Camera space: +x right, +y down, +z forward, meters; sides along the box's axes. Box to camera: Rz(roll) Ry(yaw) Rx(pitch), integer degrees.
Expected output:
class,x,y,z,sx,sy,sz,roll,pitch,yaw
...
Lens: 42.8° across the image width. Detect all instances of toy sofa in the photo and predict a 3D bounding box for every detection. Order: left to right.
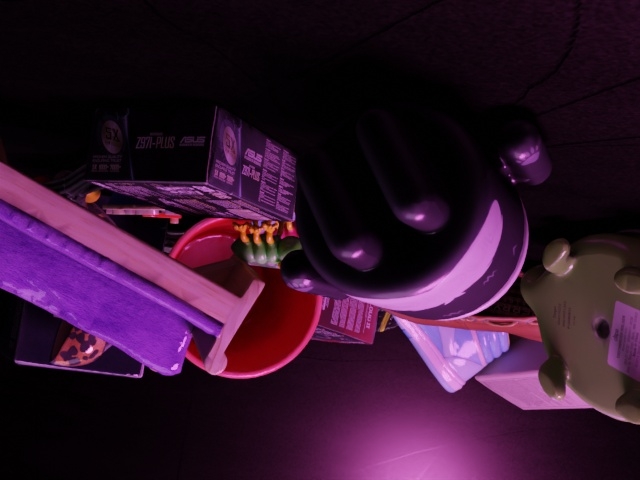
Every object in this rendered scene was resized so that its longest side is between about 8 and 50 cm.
class,x,y,z,sx,sy,sz,roll,pitch,yaw
toy sofa,-0.259,0.025,0.900,0.362,0.177,0.150,32,179,-18

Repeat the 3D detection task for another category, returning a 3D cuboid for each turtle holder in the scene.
class,x,y,z,sx,sy,sz,roll,pitch,yaw
turtle holder,0.410,0.108,1.081,0.227,0.243,0.320,-7,170,-25

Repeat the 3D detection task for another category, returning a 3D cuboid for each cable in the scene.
class,x,y,z,sx,sy,sz,roll,pitch,yaw
cable,-0.340,-0.086,1.102,0.139,0.072,0.287,1,167,-30

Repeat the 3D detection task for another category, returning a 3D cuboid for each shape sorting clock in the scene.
class,x,y,z,sx,sy,sz,roll,pitch,yaw
shape sorting clock,-0.210,-0.045,1.183,0.206,0.040,0.206,4,-176,0

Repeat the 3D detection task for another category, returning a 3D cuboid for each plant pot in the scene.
class,x,y,z,sx,sy,sz,roll,pitch,yaw
plant pot,-0.159,0.079,1.421,0.274,0.275,0.243,10,-179,-18

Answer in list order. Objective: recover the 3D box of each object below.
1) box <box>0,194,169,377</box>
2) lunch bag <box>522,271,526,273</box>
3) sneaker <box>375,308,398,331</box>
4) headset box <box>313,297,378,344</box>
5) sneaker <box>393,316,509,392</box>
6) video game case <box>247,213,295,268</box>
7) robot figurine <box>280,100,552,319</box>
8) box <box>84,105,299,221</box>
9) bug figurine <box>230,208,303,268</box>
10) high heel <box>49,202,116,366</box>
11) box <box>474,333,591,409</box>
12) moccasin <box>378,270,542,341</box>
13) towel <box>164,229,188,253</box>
class,x,y,z,sx,sy,sz,roll,pitch,yaw
box,-0.444,0.083,1.496,0.211,0.294,0.395,12,171,-24
lunch bag,0.501,0.126,1.563,0.221,0.138,0.293,4,162,40
sneaker,0.230,0.114,1.771,0.384,0.145,0.147,1,-160,28
headset box,-0.035,0.134,1.692,0.218,0.110,0.293,-2,160,46
sneaker,0.251,0.120,1.602,0.208,0.319,0.127,-33,-168,9
video game case,0.000,0.000,1.224,0.212,0.023,0.193,8,151,-3
robot figurine,0.084,-0.022,0.725,0.209,0.174,0.278,9,174,28
box,-0.127,-0.076,0.852,0.147,0.078,0.180,4,171,26
bug figurine,0.015,0.004,0.996,0.216,0.072,0.279,8,-167,14
high heel,-0.380,0.053,1.242,0.186,0.261,0.093,-36,-168,-35
box,0.455,0.240,1.576,0.148,0.121,0.311,34,157,-15
moccasin,0.257,0.092,1.438,0.380,0.139,0.147,16,156,16
towel,-0.187,0.016,1.660,0.282,0.049,0.187,5,172,6
